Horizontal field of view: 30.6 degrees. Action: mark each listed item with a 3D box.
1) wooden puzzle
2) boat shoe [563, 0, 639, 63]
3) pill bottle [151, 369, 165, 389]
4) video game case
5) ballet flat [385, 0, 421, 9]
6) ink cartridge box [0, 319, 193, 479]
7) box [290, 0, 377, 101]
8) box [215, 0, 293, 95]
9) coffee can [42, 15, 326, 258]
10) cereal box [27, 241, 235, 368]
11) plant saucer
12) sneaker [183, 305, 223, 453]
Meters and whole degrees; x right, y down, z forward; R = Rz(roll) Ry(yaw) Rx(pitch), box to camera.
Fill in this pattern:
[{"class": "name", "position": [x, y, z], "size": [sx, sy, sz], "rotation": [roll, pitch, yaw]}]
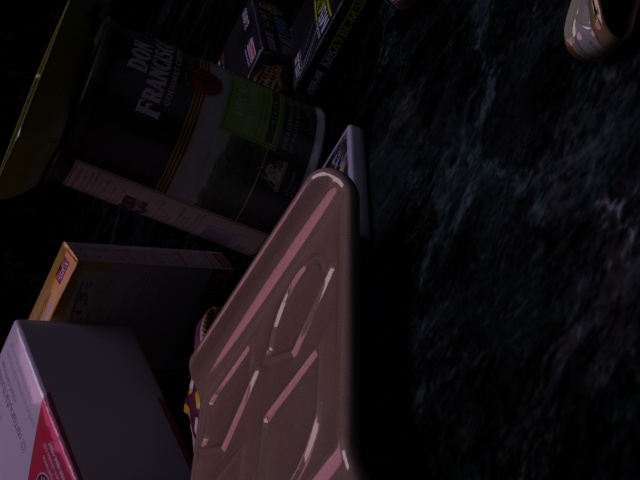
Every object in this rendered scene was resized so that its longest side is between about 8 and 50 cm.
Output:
[{"class": "wooden puzzle", "position": [-0.029, 0.160, 0.997], "size": [0.322, 0.080, 0.348], "rotation": [-56, 26, 37]}, {"class": "boat shoe", "position": [0.196, -0.184, 0.763], "size": [0.045, 0.050, 0.135], "rotation": [171, 110, -67]}, {"class": "pill bottle", "position": [-0.297, 0.175, 1.648], "size": [0.162, 0.162, 0.278], "rotation": [-50, 26, 47]}, {"class": "video game case", "position": [0.000, 0.000, 1.183], "size": [0.173, 0.022, 0.190], "rotation": [-58, 19, 33]}, {"class": "ballet flat", "position": [0.112, -0.322, 1.182], "size": [0.067, 0.073, 0.206], "rotation": [-11, 58, 38]}, {"class": "ink cartridge box", "position": [-0.320, 0.328, 1.382], "size": [0.384, 0.160, 0.279], "rotation": [-61, 43, 26]}, {"class": "box", "position": [0.021, -0.290, 1.430], "size": [0.184, 0.045, 0.190], "rotation": [-57, 20, 27]}, {"class": "box", "position": [-0.130, -0.189, 1.734], "size": [0.293, 0.073, 0.295], "rotation": [-63, 18, 22]}, {"class": "coffee can", "position": [-0.159, -0.115, 1.372], "size": [0.201, 0.275, 0.201], "rotation": [-56, 21, 35]}, {"class": "cereal box", "position": [-0.242, 0.086, 1.472], "size": [0.047, 0.240, 0.173], "rotation": [49, 119, 37]}, {"class": "plant saucer", "position": [-0.307, -0.147, 1.309], "size": [0.188, 0.045, 0.188], "rotation": [-40, 32, 58]}, {"class": "sneaker", "position": [-0.119, 0.152, 1.284], "size": [0.084, 0.069, 0.185], "rotation": [-56, 19, 31]}]
